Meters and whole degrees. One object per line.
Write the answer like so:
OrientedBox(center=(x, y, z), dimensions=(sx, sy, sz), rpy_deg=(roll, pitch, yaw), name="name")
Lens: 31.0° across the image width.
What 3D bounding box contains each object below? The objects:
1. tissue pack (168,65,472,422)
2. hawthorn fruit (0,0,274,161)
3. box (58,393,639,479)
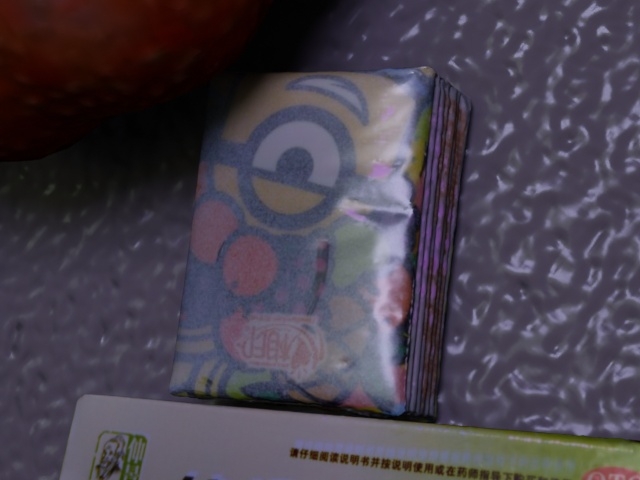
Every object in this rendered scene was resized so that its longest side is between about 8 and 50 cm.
OrientedBox(center=(0.000, 0.000, 0.500), dimensions=(0.108, 0.060, 0.148), rpy_deg=(2, 78, 25), name="tissue pack")
OrientedBox(center=(-0.140, -0.203, 0.458), dimensions=(0.287, 0.330, 0.287), rpy_deg=(-25, 38, 22), name="hawthorn fruit")
OrientedBox(center=(0.008, 0.160, 0.448), dimensions=(0.260, 0.062, 0.175), rpy_deg=(1, 69, 24), name="box")
